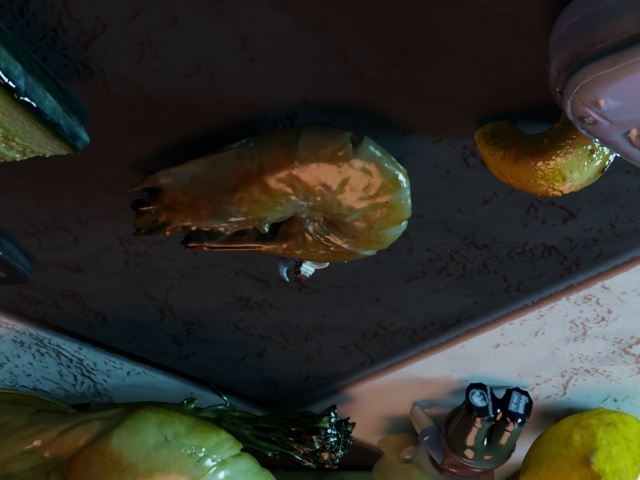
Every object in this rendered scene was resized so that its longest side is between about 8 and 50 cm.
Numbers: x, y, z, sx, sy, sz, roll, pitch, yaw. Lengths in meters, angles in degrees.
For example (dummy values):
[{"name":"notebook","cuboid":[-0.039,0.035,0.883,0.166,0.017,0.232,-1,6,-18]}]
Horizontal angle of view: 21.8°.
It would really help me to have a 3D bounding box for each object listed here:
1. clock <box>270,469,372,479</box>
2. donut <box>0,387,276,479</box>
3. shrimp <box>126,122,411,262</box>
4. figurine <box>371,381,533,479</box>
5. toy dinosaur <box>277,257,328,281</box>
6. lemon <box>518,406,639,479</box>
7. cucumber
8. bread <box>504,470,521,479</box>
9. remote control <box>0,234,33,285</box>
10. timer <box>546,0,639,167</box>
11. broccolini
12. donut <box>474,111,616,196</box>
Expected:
[{"name":"clock","cuboid":[0.007,0.368,1.541,0.235,0.308,0.096,-2,152,11]},{"name":"donut","cuboid":[-0.178,0.240,1.417,0.360,0.170,0.360,15,160,6]},{"name":"shrimp","cuboid":[-0.038,-0.019,1.083,0.217,0.051,0.115,-10,124,30]},{"name":"figurine","cuboid":[0.115,0.189,1.435,0.114,0.108,0.196,3,135,-17]},{"name":"toy dinosaur","cuboid":[0.000,0.000,1.135,0.083,0.047,0.030,-23,142,39]},{"name":"lemon","cuboid":[0.227,0.203,1.401,0.114,0.114,0.155,19,146,-25]},{"name":"cucumber","cuboid":[-0.205,-0.093,0.984,0.116,0.062,0.115,-2,150,28]},{"name":"bread","cuboid":[0.267,0.307,1.563,0.268,0.145,0.268,7,151,4]},{"name":"remote control","cuboid":[-0.337,0.025,1.261,0.245,0.025,0.063,-5,151,17]},{"name":"timer","cuboid":[0.240,-0.095,0.901,0.191,0.069,0.208,25,145,-37]},{"name":"broccolini","cuboid":[-0.093,0.165,1.467,0.271,0.062,0.123,2,147,20]},{"name":"donut","cuboid":[0.136,-0.063,1.017,0.083,0.067,0.038,26,173,34]}]
